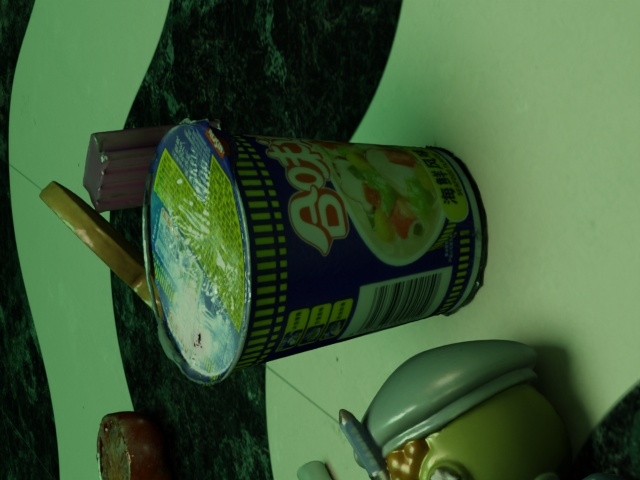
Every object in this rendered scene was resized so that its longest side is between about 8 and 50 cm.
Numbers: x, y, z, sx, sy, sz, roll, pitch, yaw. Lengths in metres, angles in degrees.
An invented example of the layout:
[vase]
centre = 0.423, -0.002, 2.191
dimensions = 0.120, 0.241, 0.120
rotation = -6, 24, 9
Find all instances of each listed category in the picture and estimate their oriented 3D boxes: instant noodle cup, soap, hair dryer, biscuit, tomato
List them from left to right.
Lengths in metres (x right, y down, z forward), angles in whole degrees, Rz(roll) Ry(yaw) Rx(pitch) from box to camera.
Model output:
[biscuit]
centre = -0.300, 0.032, 2.106
dimensions = 0.355, 0.052, 0.275
rotation = 49, 173, -32
[tomato]
centre = -0.325, 0.405, 2.407
dimensions = 0.237, 0.095, 0.237
rotation = 174, 90, -66
[soap]
centre = -0.245, -0.112, 2.020
dimensions = 0.065, 0.203, 0.122
rotation = 62, 147, 35
[hair dryer]
centre = -0.038, 0.407, 1.823
dimensions = 0.183, 0.044, 0.155
rotation = -39, 50, 13
[instant noodle cup]
centre = 0.000, 0.000, 1.465
dimensions = 0.284, 0.312, 0.284
rotation = 17, 110, 60

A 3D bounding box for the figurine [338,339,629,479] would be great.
[figurine]
centre = 0.218, 0.226, 1.313
dimensions = 0.382, 0.224, 0.205
rotation = 27, 99, 30
